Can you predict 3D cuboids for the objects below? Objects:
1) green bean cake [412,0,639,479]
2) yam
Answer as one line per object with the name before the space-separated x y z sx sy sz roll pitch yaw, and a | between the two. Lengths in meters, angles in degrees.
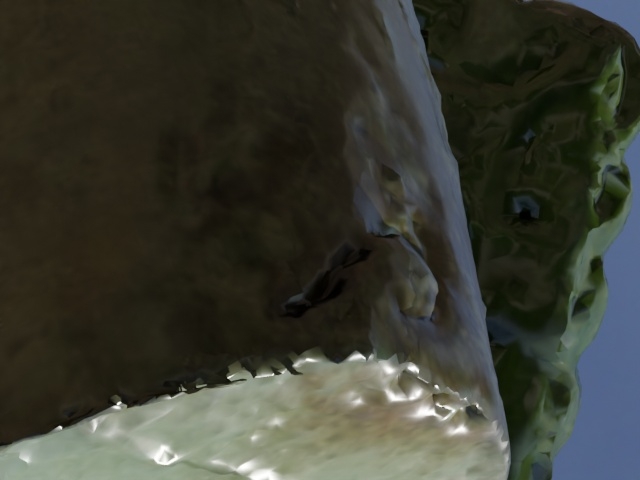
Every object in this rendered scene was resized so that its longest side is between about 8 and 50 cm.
green bean cake | 0.000 0.000 0.833 0.250 0.247 0.156 15 -178 7
yam | -0.058 -0.043 0.457 0.168 0.168 0.304 0 -126 -15
